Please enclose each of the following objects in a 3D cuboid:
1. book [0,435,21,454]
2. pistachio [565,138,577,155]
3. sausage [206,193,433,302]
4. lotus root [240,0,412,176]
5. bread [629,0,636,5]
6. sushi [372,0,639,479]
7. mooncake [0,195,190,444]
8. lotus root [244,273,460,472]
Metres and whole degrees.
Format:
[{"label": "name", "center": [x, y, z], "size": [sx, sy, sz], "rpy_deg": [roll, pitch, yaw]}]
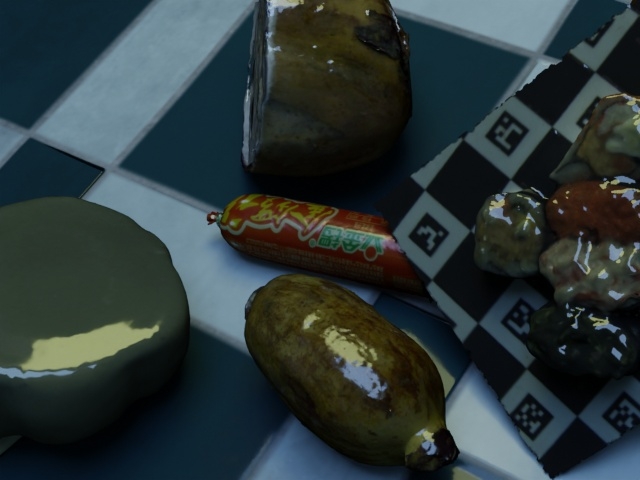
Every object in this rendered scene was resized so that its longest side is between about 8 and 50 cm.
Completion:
[{"label": "book", "center": [-0.448, 0.210, 1.146], "size": [0.264, 0.027, 0.202], "rpy_deg": [-42, 58, -20]}, {"label": "pistachio", "center": [0.375, -0.067, 1.106], "size": [0.332, 0.226, 0.208], "rpy_deg": [-10, 92, 3]}, {"label": "sausage", "center": [0.000, 0.000, 1.195], "size": [0.264, 0.083, 0.083], "rpy_deg": [11, 57, 19]}, {"label": "lotus root", "center": [0.006, -0.196, 1.247], "size": [0.192, 0.272, 0.272], "rpy_deg": [3, 54, 0]}, {"label": "bread", "center": [0.435, -0.262, 1.200], "size": [0.148, 0.270, 0.270], "rpy_deg": [34, 59, -14]}, {"label": "sushi", "center": [0.233, -0.002, 0.997], "size": [0.339, 0.069, 0.320], "rpy_deg": [-38, 71, 23]}, {"label": "mooncake", "center": [-0.265, 0.078, 1.129], "size": [0.275, 0.135, 0.275], "rpy_deg": [3, 46, -3]}, {"label": "lotus root", "center": [0.030, 0.127, 1.049], "size": [0.260, 0.145, 0.128], "rpy_deg": [37, 90, 34]}]
